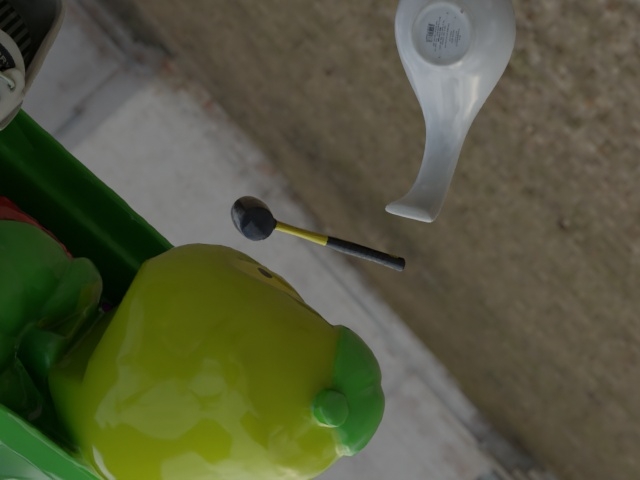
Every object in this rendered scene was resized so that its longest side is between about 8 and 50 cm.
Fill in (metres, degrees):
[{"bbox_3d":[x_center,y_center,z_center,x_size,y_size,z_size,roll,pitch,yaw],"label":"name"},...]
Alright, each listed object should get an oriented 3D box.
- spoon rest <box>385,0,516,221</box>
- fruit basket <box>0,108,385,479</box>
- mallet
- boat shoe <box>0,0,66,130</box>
[{"bbox_3d":[0.131,-0.162,1.850,0.137,0.276,0.084,16,-167,20],"label":"spoon rest"},{"bbox_3d":[-0.123,0.074,1.160,0.392,0.392,0.283,51,-152,-42],"label":"fruit basket"},{"bbox_3d":[0.000,0.000,1.745,0.189,0.039,0.062,18,-171,-9],"label":"mallet"},{"bbox_3d":[-0.211,-0.100,0.997,0.083,0.075,0.226,49,-154,-22],"label":"boat shoe"}]
